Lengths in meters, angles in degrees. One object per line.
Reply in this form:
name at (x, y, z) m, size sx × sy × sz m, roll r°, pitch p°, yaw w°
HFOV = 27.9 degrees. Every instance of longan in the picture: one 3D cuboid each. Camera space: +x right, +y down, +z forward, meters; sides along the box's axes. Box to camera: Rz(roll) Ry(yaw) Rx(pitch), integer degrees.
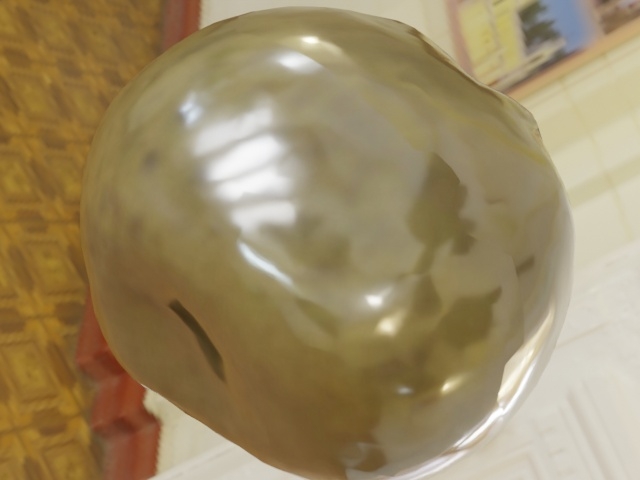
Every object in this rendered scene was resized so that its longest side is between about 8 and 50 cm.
longan at (0.000, 0.000, 0.811) m, size 0.350 × 0.288 × 0.288 m, roll 37°, pitch 2°, yaw 38°
